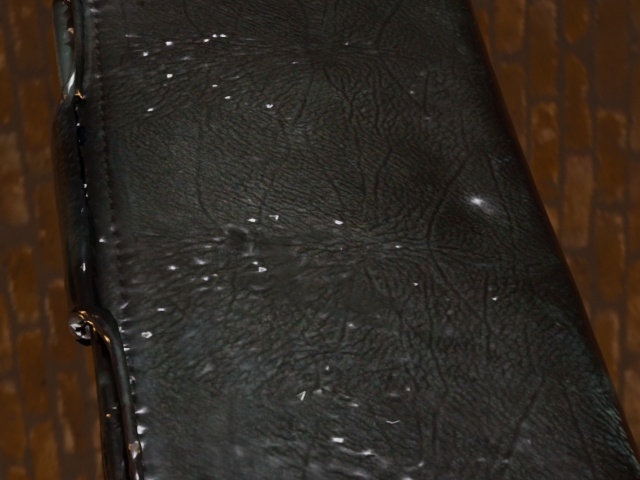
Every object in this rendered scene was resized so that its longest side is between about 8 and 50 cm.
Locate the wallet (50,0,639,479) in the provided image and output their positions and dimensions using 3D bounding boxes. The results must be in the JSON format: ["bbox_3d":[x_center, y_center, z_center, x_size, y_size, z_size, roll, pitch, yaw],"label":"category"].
[{"bbox_3d":[0.000,0.000,0.554,0.172,0.318,0.045,4,-51,-16],"label":"wallet"}]
